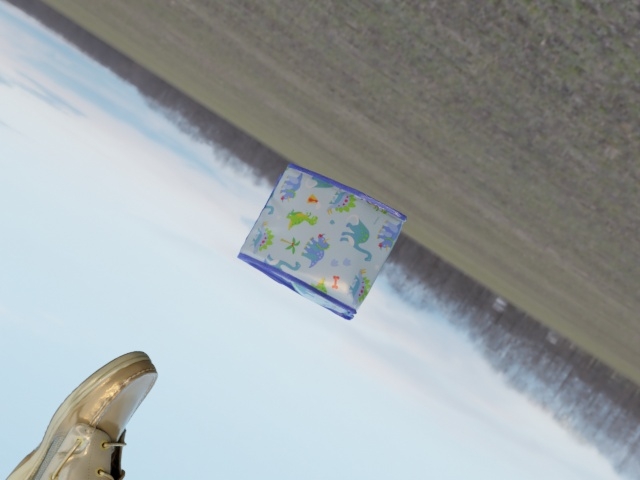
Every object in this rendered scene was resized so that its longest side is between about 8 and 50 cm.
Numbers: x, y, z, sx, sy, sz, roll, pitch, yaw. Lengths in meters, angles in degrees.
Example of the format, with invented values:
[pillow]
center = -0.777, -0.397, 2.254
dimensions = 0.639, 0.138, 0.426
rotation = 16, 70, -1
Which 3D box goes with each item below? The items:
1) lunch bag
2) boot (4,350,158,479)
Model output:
[lunch bag]
center = 0.000, 0.000, 0.925
dimensions = 0.151, 0.128, 0.096
rotation = 28, 168, 2
[boot]
center = -0.222, 0.272, 0.883
dimensions = 0.203, 0.262, 0.095
rotation = 39, 180, 24
